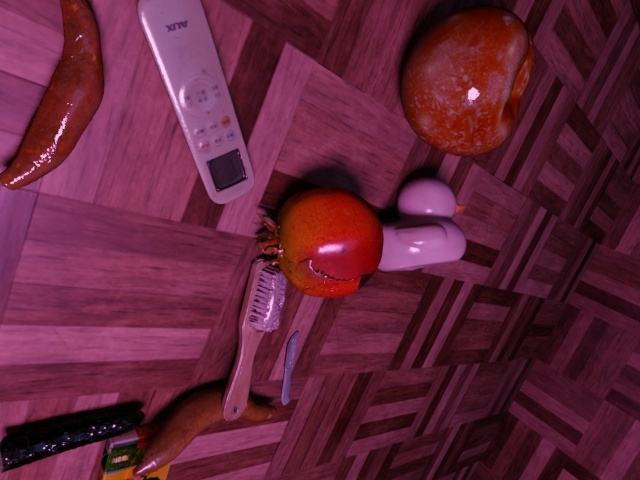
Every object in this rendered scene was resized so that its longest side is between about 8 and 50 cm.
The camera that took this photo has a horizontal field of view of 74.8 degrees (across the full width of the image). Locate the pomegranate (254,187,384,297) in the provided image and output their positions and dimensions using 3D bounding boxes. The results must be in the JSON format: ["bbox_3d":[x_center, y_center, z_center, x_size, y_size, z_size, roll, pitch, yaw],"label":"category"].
[{"bbox_3d":[0.000,0.000,0.761,0.235,0.210,0.210,2,114,-15],"label":"pomegranate"}]

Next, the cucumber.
[{"bbox_3d":[-0.403,0.320,0.696,0.215,0.058,0.052,-1,79,-43],"label":"cucumber"}]

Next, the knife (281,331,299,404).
[{"bbox_3d":[-0.075,0.308,0.996,0.028,0.015,0.210,-6,116,-30],"label":"knife"}]

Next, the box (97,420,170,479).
[{"bbox_3d":[-0.367,0.467,0.823,0.132,0.034,0.235,5,109,-41],"label":"box"}]

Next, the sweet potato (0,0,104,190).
[{"bbox_3d":[-0.308,-0.175,0.504,0.078,0.058,0.255,19,96,-24],"label":"sweet potato"}]

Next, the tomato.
[{"bbox_3d":[0.273,-0.304,0.809,0.270,0.223,0.270,-40,139,-45],"label":"tomato"}]

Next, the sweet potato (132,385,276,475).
[{"bbox_3d":[-0.218,0.354,0.851,0.346,0.079,0.108,3,92,-51],"label":"sweet potato"}]

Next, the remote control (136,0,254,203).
[{"bbox_3d":[-0.174,-0.195,0.617,0.090,0.038,0.309,-30,130,-24],"label":"remote control"}]

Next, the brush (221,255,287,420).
[{"bbox_3d":[-0.125,0.194,0.810,0.070,0.065,0.327,13,92,-50],"label":"brush"}]

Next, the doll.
[{"bbox_3d":[0.216,-0.039,0.952,0.251,0.221,0.221,-11,124,-4],"label":"doll"}]
